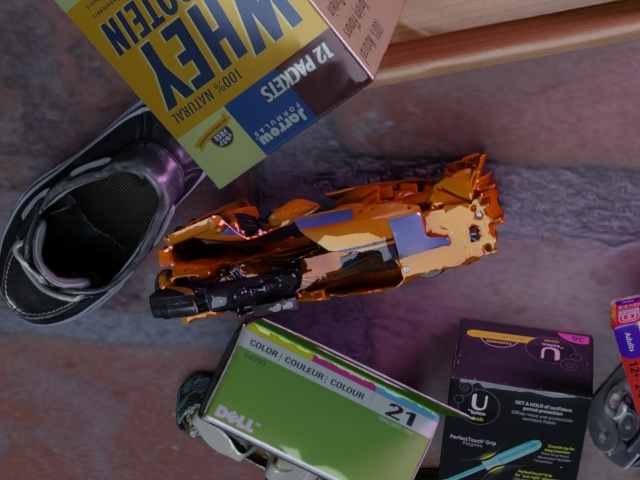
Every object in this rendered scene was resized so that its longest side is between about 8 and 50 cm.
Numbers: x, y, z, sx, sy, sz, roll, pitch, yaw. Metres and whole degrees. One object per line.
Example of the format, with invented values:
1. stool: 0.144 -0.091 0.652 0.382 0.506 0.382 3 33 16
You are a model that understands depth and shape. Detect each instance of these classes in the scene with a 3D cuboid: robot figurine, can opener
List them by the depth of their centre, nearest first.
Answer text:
1. robot figurine: 0.000 0.000 1.078 0.291 0.211 0.085 -11 98 11
2. can opener: 0.331 0.088 1.132 0.095 0.076 0.283 13 125 -33

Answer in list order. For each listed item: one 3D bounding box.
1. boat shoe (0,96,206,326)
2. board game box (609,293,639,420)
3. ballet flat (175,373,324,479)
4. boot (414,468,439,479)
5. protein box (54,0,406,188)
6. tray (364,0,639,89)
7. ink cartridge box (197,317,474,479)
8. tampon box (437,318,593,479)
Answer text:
1. boat shoe: -0.206 -0.009 1.120 0.121 0.119 0.335 40 134 -5
2. board game box: 0.342 0.097 1.051 0.193 0.045 0.147 -15 114 17
3. ballet flat: -0.057 0.196 1.263 0.188 0.070 0.070 27 120 -3
4. boot: 0.078 0.305 1.294 0.197 0.073 0.152 -10 117 26
5. protein box: -0.061 -0.184 0.897 0.136 0.200 0.201 -33 107 26
6. tray: 0.085 -0.232 0.997 0.410 0.076 0.203 -8 116 17
7. ink cartridge box: 0.002 0.147 1.115 0.188 0.255 0.097 26 81 -3
8. tampon box: 0.170 0.168 1.177 0.120 0.101 0.161 8 118 7
